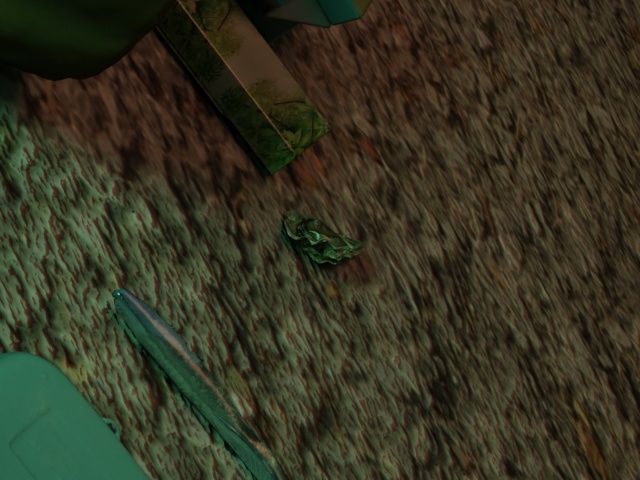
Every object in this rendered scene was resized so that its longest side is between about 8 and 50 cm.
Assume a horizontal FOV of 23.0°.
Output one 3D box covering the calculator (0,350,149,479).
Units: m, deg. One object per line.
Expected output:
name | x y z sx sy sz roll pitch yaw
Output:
calculator | -0.248 0.230 1.217 0.256 0.054 0.386 52 29 -5

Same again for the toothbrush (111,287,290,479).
toothbrush | -0.061 0.203 1.498 0.413 0.035 0.042 50 35 -8

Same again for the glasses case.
glasses case | -0.107 -0.205 1.786 0.272 0.062 0.095 53 38 -3

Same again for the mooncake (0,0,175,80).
mooncake | -0.256 -0.340 1.437 0.201 0.378 0.378 19 47 -36

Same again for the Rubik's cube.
Rubik's cube | -0.036 -0.347 1.865 0.213 0.224 0.265 56 -10 -30

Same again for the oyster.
oyster | 0.000 -0.001 1.777 0.100 0.037 0.098 28 18 -5
